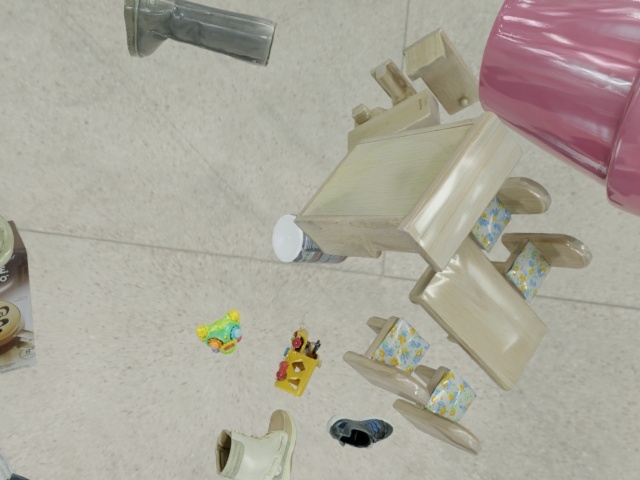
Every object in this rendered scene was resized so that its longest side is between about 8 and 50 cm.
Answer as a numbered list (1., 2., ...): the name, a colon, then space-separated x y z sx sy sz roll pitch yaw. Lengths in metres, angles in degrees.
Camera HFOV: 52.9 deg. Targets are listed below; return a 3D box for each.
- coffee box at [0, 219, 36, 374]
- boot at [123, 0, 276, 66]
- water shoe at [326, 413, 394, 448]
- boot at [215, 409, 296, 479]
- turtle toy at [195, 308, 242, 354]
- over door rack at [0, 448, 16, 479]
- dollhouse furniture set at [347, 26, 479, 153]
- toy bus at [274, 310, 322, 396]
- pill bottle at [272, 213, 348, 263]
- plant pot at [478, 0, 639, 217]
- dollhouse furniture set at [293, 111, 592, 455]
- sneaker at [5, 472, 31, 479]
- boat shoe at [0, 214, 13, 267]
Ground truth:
1. coffee box: -0.662 0.124 1.253 0.168 0.297 0.119 -12 40 -32
2. boot: -0.175 -0.300 0.946 0.208 0.189 0.076 6 88 -12
3. water shoe: 0.103 0.462 1.515 0.203 0.080 0.073 15 108 -35
4. boot: -0.140 0.435 1.388 0.165 0.077 0.213 32 35 -22
5. turtle toy: -0.200 0.197 1.327 0.095 0.130 0.066 -27 74 -13
6. over door rack: -0.327 0.307 0.545 0.108 0.324 0.239 -27 101 -4
7. dollhouse furniture set: 0.127 -0.148 0.816 0.123 0.144 0.151 41 37 -36
8. toy bus: -0.048 0.328 1.777 0.104 0.202 0.191 26 52 -1
9. pill bottle: 0.000 0.000 1.754 0.246 0.130 0.130 4 79 -42
10. plant pot: 0.238 -0.134 0.516 0.180 0.201 0.201 28 77 29
11. dollhouse furniture set: 0.121 0.030 0.526 0.242 0.161 0.212 45 71 -23
12. sneaker: -0.263 0.247 0.463 0.094 0.235 0.153 38 51 -37
13. boat shoe: -0.463 0.018 0.622 0.302 0.103 0.113 -4 67 -25
